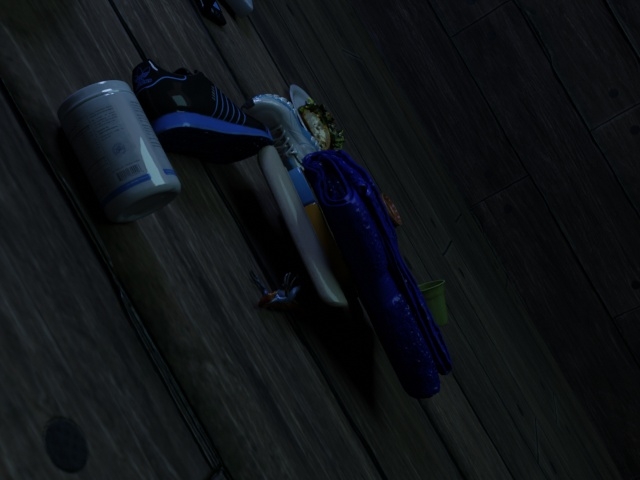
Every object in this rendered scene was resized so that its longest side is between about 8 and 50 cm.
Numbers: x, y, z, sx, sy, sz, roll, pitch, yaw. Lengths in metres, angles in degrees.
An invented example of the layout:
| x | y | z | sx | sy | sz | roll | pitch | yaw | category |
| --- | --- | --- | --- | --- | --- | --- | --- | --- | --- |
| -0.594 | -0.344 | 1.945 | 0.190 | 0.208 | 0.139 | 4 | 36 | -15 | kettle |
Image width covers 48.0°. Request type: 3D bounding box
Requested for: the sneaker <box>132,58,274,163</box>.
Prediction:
| x | y | z | sx | sy | sz | roll | pitch | yaw | category |
| --- | --- | --- | --- | --- | --- | --- | --- | --- | --- |
| -0.131 | -0.150 | 0.843 | 0.232 | 0.081 | 0.090 | 1 | 67 | -68 | sneaker |

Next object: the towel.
| x | y | z | sx | sy | sz | roll | pitch | yaw | category |
| --- | --- | --- | --- | --- | --- | --- | --- | --- | --- |
| 0.076 | 0.034 | 0.949 | 0.228 | 0.076 | 0.308 | -113 | 179 | -66 | towel |

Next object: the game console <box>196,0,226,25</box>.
| x | y | z | sx | sy | sz | roll | pitch | yaw | category |
| --- | --- | --- | --- | --- | --- | --- | --- | --- | --- |
| -0.180 | -0.430 | 1.171 | 0.122 | 0.071 | 0.107 | 64 | 18 | 12 | game console |

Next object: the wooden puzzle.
| x | y | z | sx | sy | sz | roll | pitch | yaw | category |
| --- | --- | --- | --- | --- | --- | --- | --- | --- | --- |
| 0.000 | 0.000 | 0.955 | 0.221 | 0.044 | 0.239 | 65 | 4 | 15 | wooden puzzle |

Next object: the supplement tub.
| x | y | z | sx | sy | sz | roll | pitch | yaw | category |
| --- | --- | --- | --- | --- | --- | --- | --- | --- | --- |
| -0.174 | -0.076 | 0.625 | 0.107 | 0.071 | 0.071 | 62 | 18 | 7 | supplement tub |

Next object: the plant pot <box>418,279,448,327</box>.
| x | y | z | sx | sy | sz | roll | pitch | yaw | category |
| --- | --- | --- | --- | --- | --- | --- | --- | --- | --- |
| 0.208 | 0.125 | 1.366 | 0.083 | 0.083 | 0.079 | -26 | 98 | -73 | plant pot |

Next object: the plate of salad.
| x | y | z | sx | sy | sz | roll | pitch | yaw | category |
| --- | --- | --- | --- | --- | --- | --- | --- | --- | --- |
| 0.006 | -0.220 | 1.389 | 0.200 | 0.048 | 0.200 | 51 | 19 | -25 | plate of salad |

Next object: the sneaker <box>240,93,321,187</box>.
| x | y | z | sx | sy | sz | roll | pitch | yaw | category |
| --- | --- | --- | --- | --- | --- | --- | --- | --- | --- |
| -0.050 | -0.145 | 1.087 | 0.190 | 0.071 | 0.083 | 39 | 32 | -48 | sneaker |

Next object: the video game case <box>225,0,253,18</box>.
| x | y | z | sx | sy | sz | roll | pitch | yaw | category |
| --- | --- | --- | --- | --- | --- | --- | --- | --- | --- |
| -0.242 | -0.599 | 1.315 | 0.329 | 0.036 | 0.300 | 46 | 21 | -37 | video game case |

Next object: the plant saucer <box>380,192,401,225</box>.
| x | y | z | sx | sy | sz | roll | pitch | yaw | category |
| --- | --- | --- | --- | --- | --- | --- | --- | --- | --- |
| 0.157 | -0.069 | 1.621 | 0.083 | 0.013 | 0.083 | 51 | 20 | -27 | plant saucer |

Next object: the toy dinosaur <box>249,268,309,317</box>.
| x | y | z | sx | sy | sz | roll | pitch | yaw | category |
| --- | --- | --- | --- | --- | --- | --- | --- | --- | --- |
| -0.042 | 0.066 | 0.817 | 0.090 | 0.047 | 0.082 | 65 | 33 | -16 | toy dinosaur |
